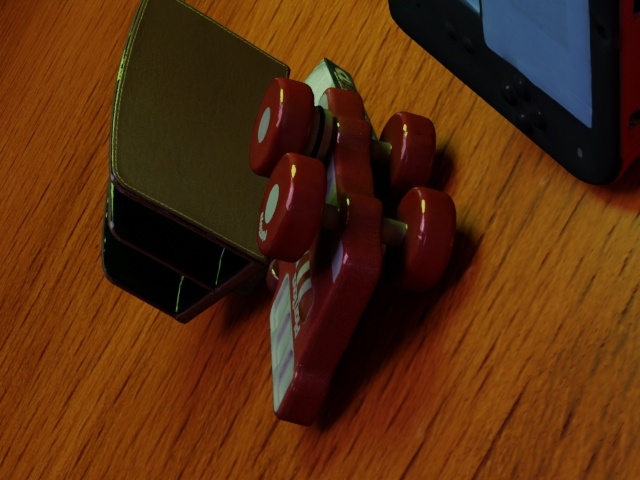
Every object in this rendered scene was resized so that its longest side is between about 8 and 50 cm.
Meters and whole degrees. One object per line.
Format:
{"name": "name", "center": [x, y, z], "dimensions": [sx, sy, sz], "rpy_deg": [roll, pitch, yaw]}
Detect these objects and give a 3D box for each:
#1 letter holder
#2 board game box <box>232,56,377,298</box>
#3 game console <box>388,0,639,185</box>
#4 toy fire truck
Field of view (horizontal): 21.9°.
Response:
{"name": "letter holder", "center": [-0.173, -0.101, 1.837], "dimensions": [0.152, 0.214, 0.302], "rpy_deg": [-35, 37, 38]}
{"name": "board game box", "center": [-0.041, -0.071, 1.870], "dimensions": [0.243, 0.042, 0.165], "rpy_deg": [-49, 29, 20]}
{"name": "game console", "center": [0.142, -0.252, 1.357], "dimensions": [0.060, 0.386, 0.342], "rpy_deg": [-34, 51, -20]}
{"name": "toy fire truck", "center": [0.000, 0.000, 1.634], "dimensions": [0.302, 0.169, 0.254], "rpy_deg": [-98, 27, -51]}
